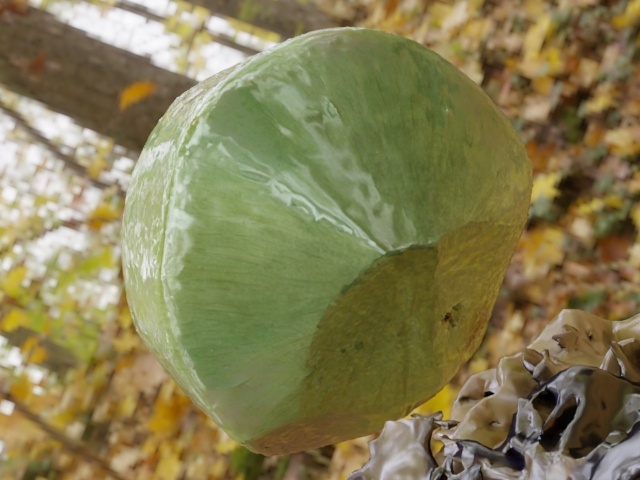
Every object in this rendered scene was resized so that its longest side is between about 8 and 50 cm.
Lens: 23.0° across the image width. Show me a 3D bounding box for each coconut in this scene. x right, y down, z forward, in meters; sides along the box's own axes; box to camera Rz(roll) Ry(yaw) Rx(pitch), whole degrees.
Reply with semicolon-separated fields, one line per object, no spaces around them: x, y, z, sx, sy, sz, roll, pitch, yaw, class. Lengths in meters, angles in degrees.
0.000;0.000;1.126;0.328;0.281;0.328;-38;15;12;coconut

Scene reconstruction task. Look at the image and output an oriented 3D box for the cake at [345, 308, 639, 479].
0.173;0.174;0.786;0.332;0.321;0.332;-21;61;43;cake
